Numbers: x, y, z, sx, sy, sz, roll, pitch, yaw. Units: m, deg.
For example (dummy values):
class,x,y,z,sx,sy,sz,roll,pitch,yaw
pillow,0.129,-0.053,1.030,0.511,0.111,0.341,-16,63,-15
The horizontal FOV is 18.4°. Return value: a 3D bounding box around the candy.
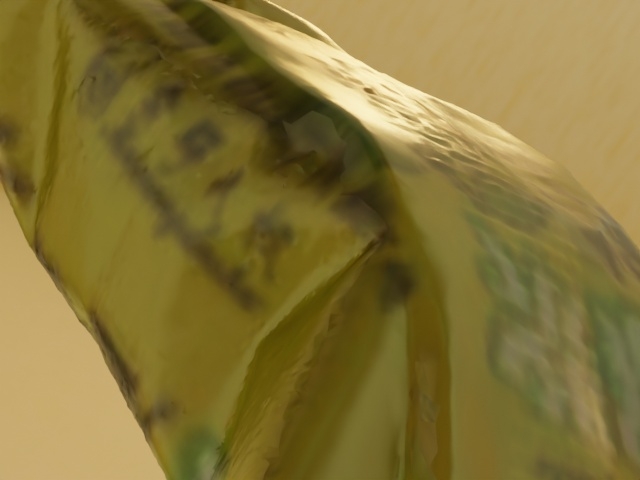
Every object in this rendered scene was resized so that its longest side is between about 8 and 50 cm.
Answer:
class,x,y,z,sx,sy,sz,roll,pitch,yaw
candy,0.000,0.000,0.436,0.187,0.081,0.297,18,-153,-42
